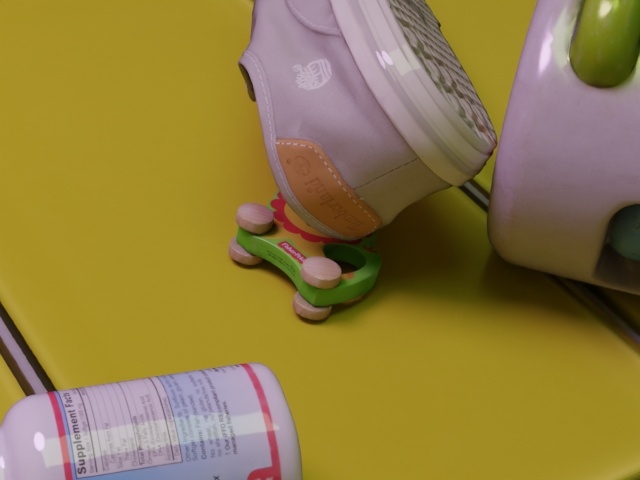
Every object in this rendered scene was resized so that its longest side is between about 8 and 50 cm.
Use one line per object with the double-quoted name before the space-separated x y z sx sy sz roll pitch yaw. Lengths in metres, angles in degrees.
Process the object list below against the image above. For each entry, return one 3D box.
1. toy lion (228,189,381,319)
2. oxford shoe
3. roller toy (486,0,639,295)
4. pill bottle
"toy lion" 0.000 0.000 0.831 0.096 0.034 0.100 -17 44 -39
"oxford shoe" 0.007 -0.145 0.928 0.169 0.130 0.449 44 18 -26
"roller toy" 0.191 -0.066 0.813 0.146 0.191 0.209 14 15 11
"pill bottle" -0.095 0.110 0.625 0.160 0.087 0.087 -7 40 -17
